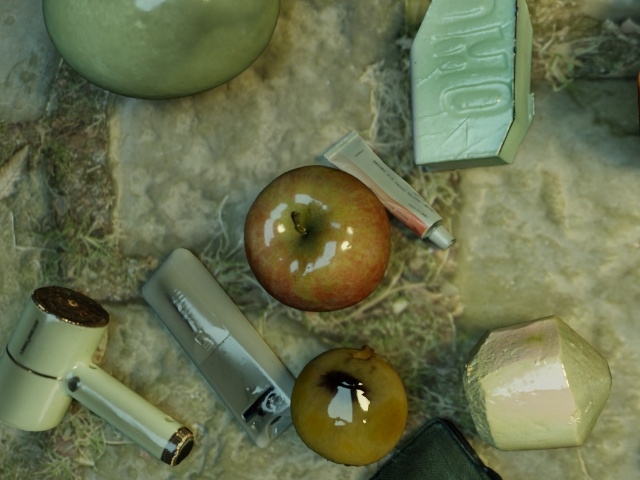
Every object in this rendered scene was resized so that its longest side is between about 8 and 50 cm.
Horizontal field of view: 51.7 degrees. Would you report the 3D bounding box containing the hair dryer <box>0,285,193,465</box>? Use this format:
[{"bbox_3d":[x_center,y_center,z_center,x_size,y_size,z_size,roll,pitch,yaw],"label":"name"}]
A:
[{"bbox_3d":[-0.334,0.242,1.021,0.362,0.128,0.203,30,98,14],"label":"hair dryer"}]

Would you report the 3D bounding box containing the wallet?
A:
[{"bbox_3d":[0.172,0.362,0.751,0.172,0.045,0.318,-48,40,9],"label":"wallet"}]

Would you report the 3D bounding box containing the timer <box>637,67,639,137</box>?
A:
[{"bbox_3d":[0.472,-0.197,0.672,0.258,0.161,0.249,11,73,24],"label":"timer"}]

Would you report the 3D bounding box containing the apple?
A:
[{"bbox_3d":[0.000,0.000,0.850,0.188,0.174,0.188,-2,84,20],"label":"apple"}]

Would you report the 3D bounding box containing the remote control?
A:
[{"bbox_3d":[-0.153,0.154,0.970,0.109,0.055,0.313,-47,71,14],"label":"remote control"}]

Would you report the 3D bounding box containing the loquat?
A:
[{"bbox_3d":[0.036,0.212,0.842,0.163,0.137,0.163,0,92,5],"label":"loquat"}]

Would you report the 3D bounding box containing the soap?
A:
[{"bbox_3d":[0.189,-0.209,0.827,0.145,0.091,0.230,-4,86,23],"label":"soap"}]

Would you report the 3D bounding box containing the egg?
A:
[{"bbox_3d":[-0.224,-0.327,0.923,0.353,0.258,0.258,-7,84,21],"label":"egg"}]

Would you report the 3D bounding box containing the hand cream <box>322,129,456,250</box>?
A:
[{"bbox_3d":[0.094,-0.063,0.883,0.216,0.052,0.038,46,137,22],"label":"hand cream"}]

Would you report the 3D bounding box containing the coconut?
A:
[{"bbox_3d":[0.249,0.164,0.752,0.153,0.147,0.147,-15,81,24],"label":"coconut"}]
